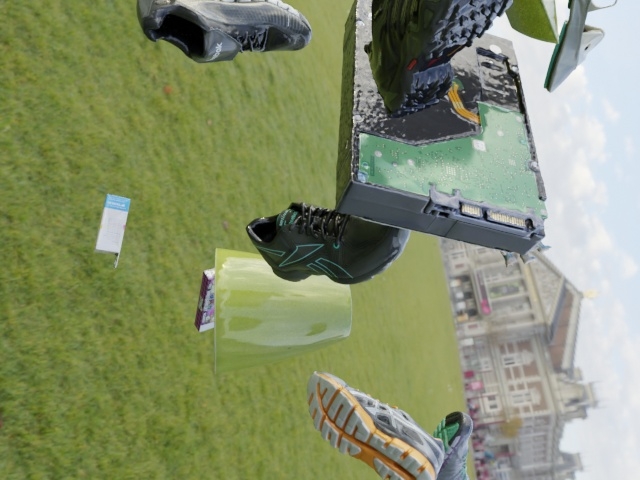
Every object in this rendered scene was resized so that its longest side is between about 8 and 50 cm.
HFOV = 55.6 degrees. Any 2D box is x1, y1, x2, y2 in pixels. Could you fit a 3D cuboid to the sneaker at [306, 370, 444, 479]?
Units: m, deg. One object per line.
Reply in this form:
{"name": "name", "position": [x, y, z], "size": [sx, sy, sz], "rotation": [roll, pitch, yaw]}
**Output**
{"name": "sneaker", "position": [0.071, 0.249, 0.816], "size": [0.083, 0.215, 0.084], "rotation": [-23, 143, -51]}

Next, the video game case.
{"name": "video game case", "position": [-0.248, 0.149, 1.737], "size": [0.042, 0.210, 0.232], "rotation": [50, -41, 31]}

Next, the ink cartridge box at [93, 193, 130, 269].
{"name": "ink cartridge box", "position": [-0.547, -0.020, 1.576], "size": [0.104, 0.062, 0.181], "rotation": [166, -66, -66]}

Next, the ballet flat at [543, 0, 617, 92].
{"name": "ballet flat", "position": [0.358, -0.302, 0.818], "size": [0.072, 0.068, 0.213], "rotation": [-42, 142, -59]}

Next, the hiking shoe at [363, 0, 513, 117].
{"name": "hiking shoe", "position": [0.088, -0.209, 0.526], "size": [0.114, 0.086, 0.227], "rotation": [59, -29, 16]}

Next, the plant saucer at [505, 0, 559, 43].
{"name": "plant saucer", "position": [0.221, -0.336, 0.704], "size": [0.188, 0.045, 0.188], "rotation": [55, 35, -28]}

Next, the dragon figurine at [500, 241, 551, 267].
{"name": "dragon figurine", "position": [0.418, -0.023, 1.338], "size": [0.289, 0.085, 0.144], "rotation": [-3, 57, -46]}

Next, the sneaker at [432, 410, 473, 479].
{"name": "sneaker", "position": [0.256, 0.414, 1.158], "size": [0.083, 0.098, 0.223], "rotation": [-72, -176, -55]}

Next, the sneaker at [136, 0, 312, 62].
{"name": "sneaker", "position": [-0.122, -0.265, 0.773], "size": [0.078, 0.235, 0.106], "rotation": [129, -37, -53]}

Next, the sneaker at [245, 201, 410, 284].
{"name": "sneaker", "position": [0.000, 0.000, 0.837], "size": [0.106, 0.268, 0.101], "rotation": [45, 53, -30]}

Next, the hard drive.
{"name": "hard drive", "position": [0.141, -0.153, 0.747], "size": [0.064, 0.237, 0.338], "rotation": [116, -19, -51]}

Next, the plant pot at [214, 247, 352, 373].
{"name": "plant pot", "position": [-0.086, 0.153, 1.351], "size": [0.275, 0.294, 0.274], "rotation": [180, -90, -81]}
